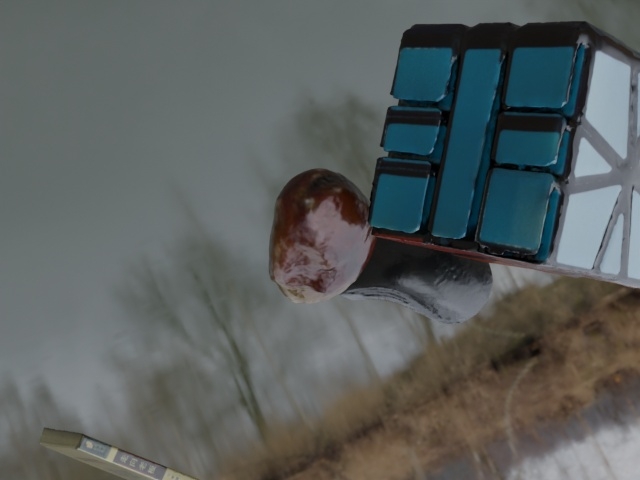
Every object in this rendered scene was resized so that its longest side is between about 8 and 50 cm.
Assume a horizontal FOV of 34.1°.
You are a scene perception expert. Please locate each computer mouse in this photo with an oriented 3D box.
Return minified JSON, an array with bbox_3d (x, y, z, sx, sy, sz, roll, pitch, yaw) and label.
[{"bbox_3d":[0.130,0.034,1.599,0.264,0.147,0.088,11,165,28],"label":"computer mouse"}]

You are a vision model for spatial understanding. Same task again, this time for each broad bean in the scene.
[{"bbox_3d":[0.000,0.002,1.433,0.156,0.122,0.228,-30,140,-31],"label":"broad bean"}]

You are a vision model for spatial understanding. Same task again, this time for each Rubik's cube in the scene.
[{"bbox_3d":[0.267,-0.105,1.324,0.283,0.288,0.293,12,-178,42],"label":"Rubik's cube"}]

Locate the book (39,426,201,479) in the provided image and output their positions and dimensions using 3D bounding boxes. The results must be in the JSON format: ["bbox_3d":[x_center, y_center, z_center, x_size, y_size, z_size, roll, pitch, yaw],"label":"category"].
[{"bbox_3d":[-0.232,0.293,1.335,0.231,0.026,0.161,29,159,-25],"label":"book"}]
